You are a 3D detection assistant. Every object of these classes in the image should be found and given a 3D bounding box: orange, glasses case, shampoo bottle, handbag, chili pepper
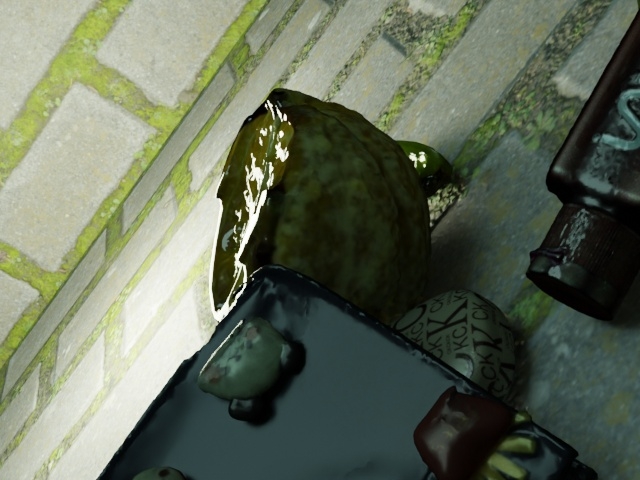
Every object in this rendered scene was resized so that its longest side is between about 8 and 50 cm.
[{"bbox_3d":[0.000,0.000,1.078,0.368,0.210,0.270,-128,55,-71],"label":"orange"},{"bbox_3d":[0.030,0.172,0.936,0.355,0.085,0.137,-42,29,30],"label":"glasses case"},{"bbox_3d":[0.262,-0.096,0.798,0.129,0.084,0.323,28,82,32],"label":"shampoo bottle"},{"bbox_3d":[-0.007,0.206,0.755,0.329,0.122,0.303,30,81,41],"label":"handbag"},{"bbox_3d":[0.108,-0.083,1.193,0.202,0.050,0.052,-136,64,-70],"label":"chili pepper"}]

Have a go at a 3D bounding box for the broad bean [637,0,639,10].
[{"bbox_3d":[0.300,-0.181,0.921,0.060,0.043,0.297,-48,21,47],"label":"broad bean"}]
